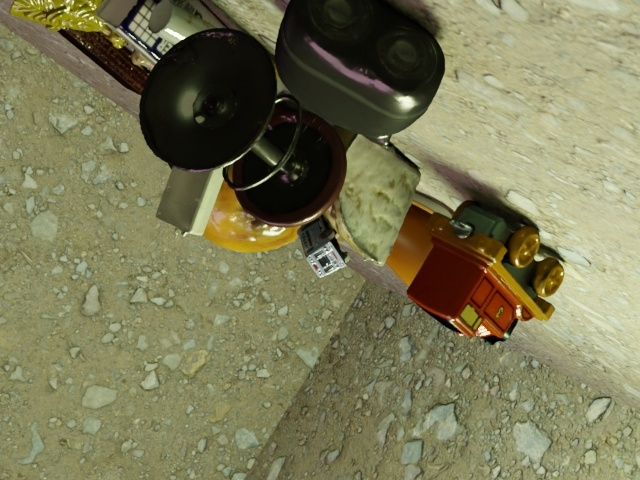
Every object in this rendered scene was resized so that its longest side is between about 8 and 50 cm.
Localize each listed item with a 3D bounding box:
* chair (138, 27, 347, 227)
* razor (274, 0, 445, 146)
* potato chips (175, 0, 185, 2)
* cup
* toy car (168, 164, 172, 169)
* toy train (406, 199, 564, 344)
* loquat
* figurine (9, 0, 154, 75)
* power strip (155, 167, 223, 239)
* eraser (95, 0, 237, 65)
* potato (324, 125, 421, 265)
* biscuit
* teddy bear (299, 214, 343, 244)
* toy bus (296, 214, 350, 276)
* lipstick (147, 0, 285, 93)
[{"bbox_3d":[-0.098,-0.158,1.456,0.226,0.227,0.401,30,178,24],"label":"chair"},{"bbox_3d":[0.039,-0.211,1.136,0.204,0.113,0.349,31,175,-2],"label":"razor"},{"bbox_3d":[-0.210,-0.390,1.249,0.167,0.059,0.228,40,178,-16],"label":"potato chips"},{"bbox_3d":[0.199,-0.016,1.933,0.264,0.182,0.226,36,145,31],"label":"cup"},{"bbox_3d":[-0.254,-0.233,2.062,0.213,0.176,0.359,30,136,53],"label":"toy car"},{"bbox_3d":[0.298,0.070,1.639,0.163,0.232,0.369,32,175,39],"label":"toy train"},{"bbox_3d":[-0.140,-0.129,1.846,0.328,0.328,0.328,32,175,3],"label":"loquat"},{"bbox_3d":[-0.367,-0.388,1.590,0.315,0.187,0.168,32,-152,-18],"label":"figurine"},{"bbox_3d":[-0.215,-0.174,1.684,0.106,0.367,0.043,25,-173,34],"label":"power strip"},{"bbox_3d":[-0.231,-0.335,1.497,0.086,0.130,0.287,31,176,39],"label":"eraser"},{"bbox_3d":[0.037,-0.100,1.700,0.189,0.211,0.264,25,180,-29],"label":"potato"},{"bbox_3d":[-0.555,-0.488,2.288,0.107,0.073,0.388,30,176,31],"label":"biscuit"},{"bbox_3d":[0.017,-0.098,2.317,0.246,0.223,0.296,3,146,-12],"label":"teddy bear"},{"bbox_3d":[0.000,0.000,1.724,0.073,0.076,0.167,55,-173,-25],"label":"toy bus"},{"bbox_3d":[-0.161,-0.309,1.448,0.059,0.059,0.264,27,-176,43],"label":"lipstick"}]
